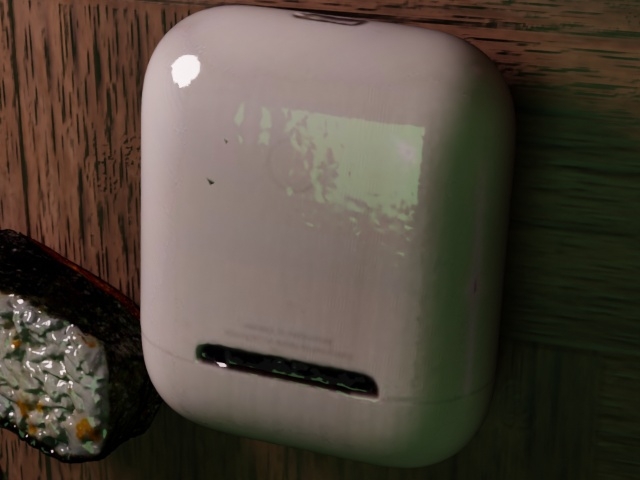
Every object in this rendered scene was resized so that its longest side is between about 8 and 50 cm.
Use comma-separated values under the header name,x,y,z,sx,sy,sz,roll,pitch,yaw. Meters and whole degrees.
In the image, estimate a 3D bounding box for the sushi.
name,x,y,z,sx,sy,sz,roll,pitch,yaw
sushi,-0.239,0.090,1.299,0.225,0.126,0.136,30,118,8

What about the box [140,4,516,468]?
name,x,y,z,sx,sy,sz,roll,pitch,yaw
box,0.000,0.000,1.163,0.289,0.141,0.349,9,114,16
